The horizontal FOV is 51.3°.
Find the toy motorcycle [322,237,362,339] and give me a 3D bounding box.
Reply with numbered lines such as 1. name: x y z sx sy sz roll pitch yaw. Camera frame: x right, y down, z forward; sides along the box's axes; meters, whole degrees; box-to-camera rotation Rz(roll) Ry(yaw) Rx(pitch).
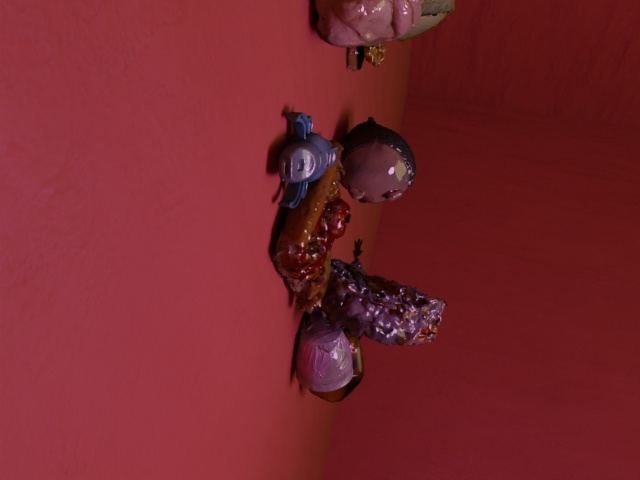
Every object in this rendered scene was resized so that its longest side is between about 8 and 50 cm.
1. toy motorcycle: 0.073 0.177 2.139 0.207 0.134 0.401 -118 -155 -54

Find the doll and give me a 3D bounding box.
1. doll: 0.150 -0.227 1.962 0.350 0.247 0.247 -98 -168 -62

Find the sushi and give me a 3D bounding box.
1. sushi: 0.137 0.175 1.820 0.417 0.417 0.176 14 97 -81

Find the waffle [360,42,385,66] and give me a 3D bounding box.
1. waffle: 0.140 -0.628 1.840 0.262 0.060 0.281 63 32 -59

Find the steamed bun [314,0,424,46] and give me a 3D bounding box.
1. steamed bun: 0.112 -0.554 1.349 0.325 0.230 0.372 -63 163 -51

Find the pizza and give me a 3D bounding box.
1. pizza: 0.000 0.000 1.573 0.440 0.130 0.406 -69 164 -49

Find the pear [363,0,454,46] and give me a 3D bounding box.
1. pear: 0.162 -0.631 1.649 0.159 0.292 0.293 -169 -90 -74

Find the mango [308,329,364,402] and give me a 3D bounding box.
1. mango: 0.038 0.378 2.055 0.136 0.166 0.236 11 127 -44

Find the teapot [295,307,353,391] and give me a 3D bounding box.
1. teapot: 0.015 0.301 1.891 0.222 0.163 0.178 -63 154 -60

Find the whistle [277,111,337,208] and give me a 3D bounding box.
1. whistle: -0.031 -0.163 1.329 0.274 0.093 0.186 -42 139 -70

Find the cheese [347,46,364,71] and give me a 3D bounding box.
1. cheese: 0.107 -0.556 1.886 0.086 0.036 0.163 79 21 -50
